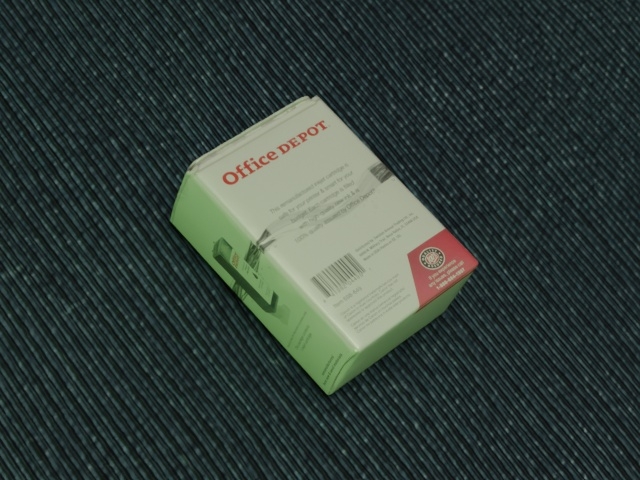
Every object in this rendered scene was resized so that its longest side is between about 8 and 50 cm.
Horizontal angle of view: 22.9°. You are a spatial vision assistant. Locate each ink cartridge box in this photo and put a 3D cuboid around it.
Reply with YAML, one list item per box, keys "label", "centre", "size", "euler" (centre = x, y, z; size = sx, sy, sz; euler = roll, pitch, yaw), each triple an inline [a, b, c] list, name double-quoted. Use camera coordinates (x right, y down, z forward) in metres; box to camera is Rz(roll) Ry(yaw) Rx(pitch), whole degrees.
- label: "ink cartridge box"
  centre: [0.000, 0.000, 1.365]
  size: [0.158, 0.092, 0.218]
  euler: [-33, 74, -33]
